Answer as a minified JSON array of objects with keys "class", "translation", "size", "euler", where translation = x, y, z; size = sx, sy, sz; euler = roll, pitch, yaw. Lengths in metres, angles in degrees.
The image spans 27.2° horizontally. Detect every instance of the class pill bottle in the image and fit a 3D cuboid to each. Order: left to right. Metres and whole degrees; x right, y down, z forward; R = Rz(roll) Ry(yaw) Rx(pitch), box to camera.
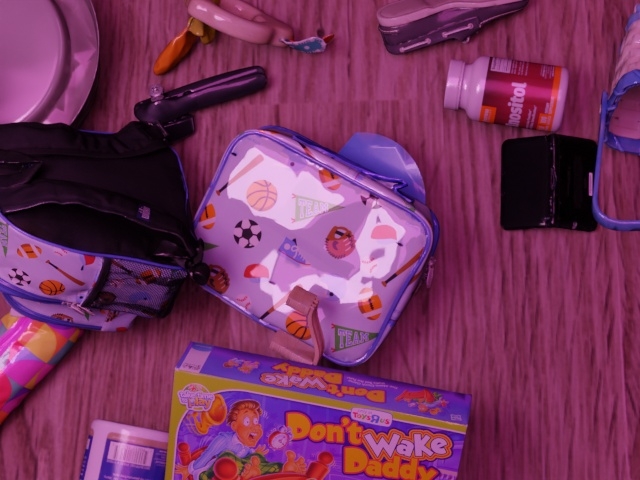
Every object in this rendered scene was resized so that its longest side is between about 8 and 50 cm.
[{"class":"pill bottle","translation":[-0.248,0.322,1.641],"size":[0.112,0.112,0.187],"euler":[10,81,6]},{"class":"pill bottle","translation":[0.238,-0.191,1.704],"size":[0.152,0.086,0.086],"euler":[9,81,7]}]

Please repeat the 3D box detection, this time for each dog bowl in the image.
[{"class":"dog bowl","translation":[-0.454,-0.239,1.761],"size":[0.349,0.102,0.349],"euler":[-1,80,4]}]

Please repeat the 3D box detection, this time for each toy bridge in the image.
[{"class":"toy bridge","translation":[-0.030,0.134,1.604],"size":[0.063,0.188,0.026],"euler":[27,44,6]}]

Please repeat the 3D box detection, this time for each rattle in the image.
[{"class":"rattle","translation":[-0.100,-0.247,1.752],"size":[0.199,0.130,0.143],"euler":[22,94,-19]}]

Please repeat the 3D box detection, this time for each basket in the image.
[{"class":"basket","translation":[0.458,-0.143,1.619],"size":[0.255,0.201,0.289],"euler":[1,70,4]}]

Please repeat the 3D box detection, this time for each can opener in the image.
[{"class":"can opener","translation":[-0.160,-0.191,1.760],"size":[0.186,0.073,0.059],"euler":[-24,40,-3]}]

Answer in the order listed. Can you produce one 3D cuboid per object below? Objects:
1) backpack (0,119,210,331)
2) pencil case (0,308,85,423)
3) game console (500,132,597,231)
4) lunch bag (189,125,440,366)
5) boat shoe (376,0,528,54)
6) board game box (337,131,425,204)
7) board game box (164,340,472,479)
[{"class":"backpack","translation":[-0.299,-0.025,1.607],"size":[0.213,0.263,0.276],"euler":[-54,37,28]},{"class":"pencil case","translation":[-0.409,0.163,1.689],"size":[0.104,0.104,0.236],"euler":[39,86,10]},{"class":"game console","translation":[0.297,-0.072,1.717],"size":[0.107,0.071,0.122],"euler":[6,80,-25]},{"class":"lunch bag","translation":[-0.005,0.001,1.654],"size":[0.303,0.115,0.243],"euler":[29,100,8]},{"class":"boat shoe","translation":[0.178,-0.294,1.752],"size":[0.206,0.075,0.065],"euler":[-12,122,-3]},{"class":"board game box","translation":[0.061,-0.054,1.713],"size":[0.133,0.033,0.169],"euler":[45,107,13]},{"class":"board game box","translation":[-0.010,0.270,1.594],"size":[0.347,0.078,0.233],"euler":[10,113,7]}]
